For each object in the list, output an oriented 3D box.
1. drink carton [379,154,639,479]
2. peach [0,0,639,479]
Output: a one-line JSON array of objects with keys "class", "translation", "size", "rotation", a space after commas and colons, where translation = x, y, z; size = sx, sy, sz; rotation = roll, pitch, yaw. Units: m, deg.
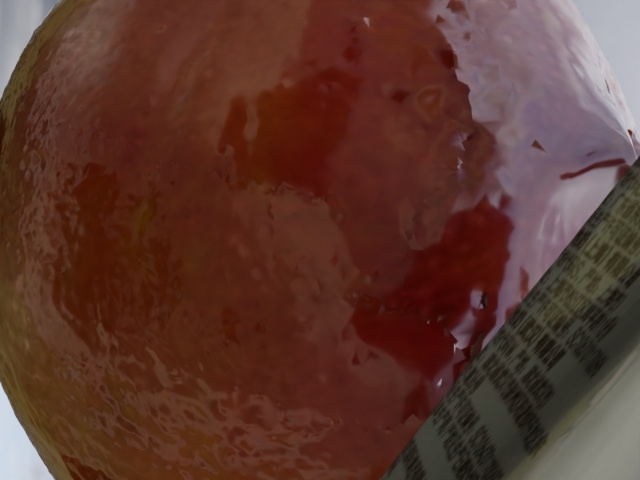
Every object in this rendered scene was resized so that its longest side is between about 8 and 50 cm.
[{"class": "drink carton", "translation": [0.139, 0.069, 0.393], "size": [0.324, 0.194, 0.132], "rotation": [-52, -174, 4]}, {"class": "peach", "translation": [-0.001, -0.002, 0.781], "size": [0.290, 0.373, 0.372], "rotation": [56, 12, -42]}]
